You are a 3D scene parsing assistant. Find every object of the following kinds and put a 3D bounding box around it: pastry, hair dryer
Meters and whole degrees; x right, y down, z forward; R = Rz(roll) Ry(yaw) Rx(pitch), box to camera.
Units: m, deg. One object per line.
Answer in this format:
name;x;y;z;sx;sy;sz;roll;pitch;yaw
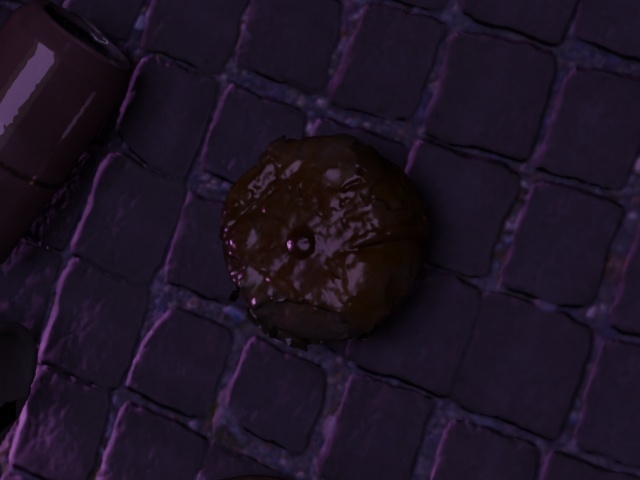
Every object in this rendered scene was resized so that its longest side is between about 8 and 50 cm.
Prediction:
pastry;0.003;-0.001;1.266;0.153;0.081;0.153;-9;69;25
hair dryer;-0.310;-0.125;1.303;0.189;0.344;0.107;-53;41;11

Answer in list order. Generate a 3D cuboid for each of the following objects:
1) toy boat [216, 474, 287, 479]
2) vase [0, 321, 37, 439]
toy boat;-0.037;0.230;1.265;0.188;0.061;0.116;31;98;27
vase;-0.394;0.047;1.429;0.360;0.165;0.165;23;94;24
